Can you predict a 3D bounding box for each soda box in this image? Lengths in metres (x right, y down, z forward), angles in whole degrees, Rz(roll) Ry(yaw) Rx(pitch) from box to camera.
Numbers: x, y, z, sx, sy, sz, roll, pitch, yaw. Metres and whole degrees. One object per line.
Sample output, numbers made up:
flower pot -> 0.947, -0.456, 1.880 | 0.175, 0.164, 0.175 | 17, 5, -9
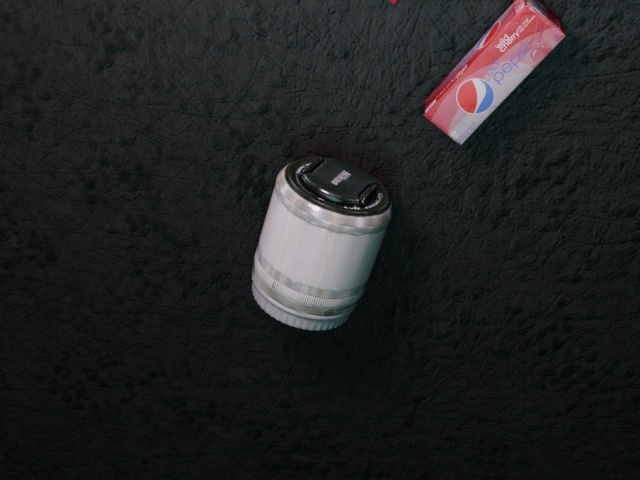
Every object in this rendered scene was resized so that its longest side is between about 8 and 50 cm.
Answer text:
soda box -> 0.295, -0.294, 1.711 | 0.092, 0.083, 0.263 | 36, 119, -11

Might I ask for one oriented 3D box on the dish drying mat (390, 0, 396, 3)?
dish drying mat -> 0.104, -0.441, 1.702 | 0.083, 0.008, 0.032 | 36, 117, -11

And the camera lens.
camera lens -> 0.000, 0.000, 1.842 | 0.219, 0.219, 0.274 | 17, 120, -1
